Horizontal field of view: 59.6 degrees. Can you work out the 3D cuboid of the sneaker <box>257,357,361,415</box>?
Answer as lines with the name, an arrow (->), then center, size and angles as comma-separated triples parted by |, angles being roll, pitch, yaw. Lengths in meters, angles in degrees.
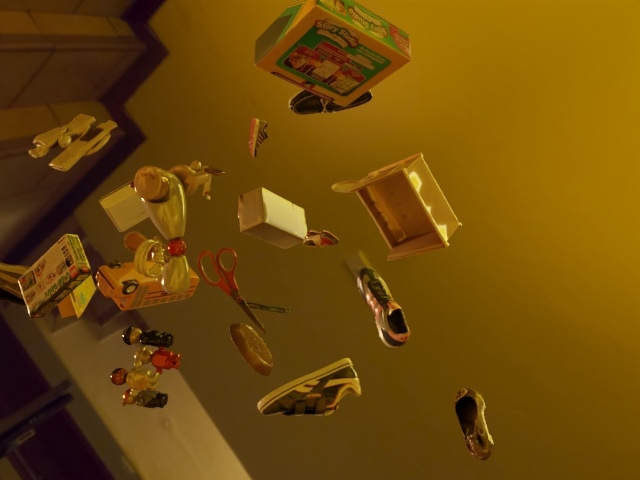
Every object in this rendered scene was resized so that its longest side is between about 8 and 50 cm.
sneaker -> -0.025, 0.474, 1.688 | 0.321, 0.127, 0.126 | -21, 156, -15

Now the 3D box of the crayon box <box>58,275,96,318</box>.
crayon box -> -0.959, 0.160, 2.142 | 0.081, 0.202, 0.318 | -14, -164, -8

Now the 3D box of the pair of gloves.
pair of gloves -> -0.690, -0.283, 1.545 | 0.240, 0.042, 0.204 | 23, -124, 38

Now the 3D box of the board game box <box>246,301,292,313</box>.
board game box -> -0.233, 0.307, 2.542 | 0.186, 0.026, 0.126 | 8, 175, 13

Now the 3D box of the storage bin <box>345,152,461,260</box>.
storage bin -> 0.244, -0.094, 1.688 | 0.260, 0.262, 0.123 | -17, -160, 48

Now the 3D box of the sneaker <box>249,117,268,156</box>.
sneaker -> -0.255, -0.430, 2.348 | 0.075, 0.170, 0.063 | -1, -151, -21

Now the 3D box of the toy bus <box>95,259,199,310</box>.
toy bus -> -0.550, 0.136, 1.785 | 0.333, 0.108, 0.130 | -6, 133, -54

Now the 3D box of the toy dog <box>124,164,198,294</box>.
toy dog -> -0.413, -0.040, 1.405 | 0.161, 0.333, 0.220 | -2, 162, 26

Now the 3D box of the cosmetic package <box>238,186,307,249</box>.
cosmetic package -> -0.148, -0.066, 1.760 | 0.107, 0.127, 0.238 | -18, 158, 25

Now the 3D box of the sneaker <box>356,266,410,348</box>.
sneaker -> 0.237, 0.224, 2.008 | 0.112, 0.319, 0.131 | -18, 163, -26

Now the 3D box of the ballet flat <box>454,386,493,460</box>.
ballet flat -> 0.374, 0.446, 1.403 | 0.084, 0.058, 0.250 | -52, -169, 21

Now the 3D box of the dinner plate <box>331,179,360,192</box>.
dinner plate -> 0.114, -0.216, 2.257 | 0.141, 0.017, 0.141 | -7, -155, 3

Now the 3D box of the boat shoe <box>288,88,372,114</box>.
boat shoe -> 0.039, -0.506, 1.991 | 0.303, 0.091, 0.114 | -21, 150, -5

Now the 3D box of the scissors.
scissors -> -0.252, 0.156, 1.586 | 0.109, 0.297, 0.021 | -23, -163, -10

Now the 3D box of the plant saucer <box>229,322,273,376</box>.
plant saucer -> -0.176, 0.281, 1.474 | 0.029, 0.168, 0.168 | -37, -179, 5

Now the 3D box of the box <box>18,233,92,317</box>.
box -> -0.648, 0.088, 1.357 | 0.207, 0.114, 0.036 | -36, 160, 21

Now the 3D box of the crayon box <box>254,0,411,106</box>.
crayon box -> 0.036, -0.578, 1.692 | 0.363, 0.106, 0.313 | 15, 153, -35

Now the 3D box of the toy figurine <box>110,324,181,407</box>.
toy figurine -> -0.524, 0.380, 1.665 | 0.213, 0.148, 0.209 | 93, 6, -53

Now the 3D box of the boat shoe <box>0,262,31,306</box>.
boat shoe -> -1.117, 0.144, 1.885 | 0.132, 0.355, 0.130 | 93, 5, -49

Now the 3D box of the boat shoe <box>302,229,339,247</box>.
boat shoe -> 0.000, 0.000, 1.491 | 0.043, 0.049, 0.137 | -52, -151, -19

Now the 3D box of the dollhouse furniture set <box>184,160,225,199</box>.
dollhouse furniture set -> -0.308, -0.137, 1.368 | 0.114, 0.091, 0.081 | -36, 144, -61

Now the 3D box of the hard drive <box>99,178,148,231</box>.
hard drive -> -0.622, -0.131, 1.904 | 0.210, 0.040, 0.318 | -33, 176, -16
